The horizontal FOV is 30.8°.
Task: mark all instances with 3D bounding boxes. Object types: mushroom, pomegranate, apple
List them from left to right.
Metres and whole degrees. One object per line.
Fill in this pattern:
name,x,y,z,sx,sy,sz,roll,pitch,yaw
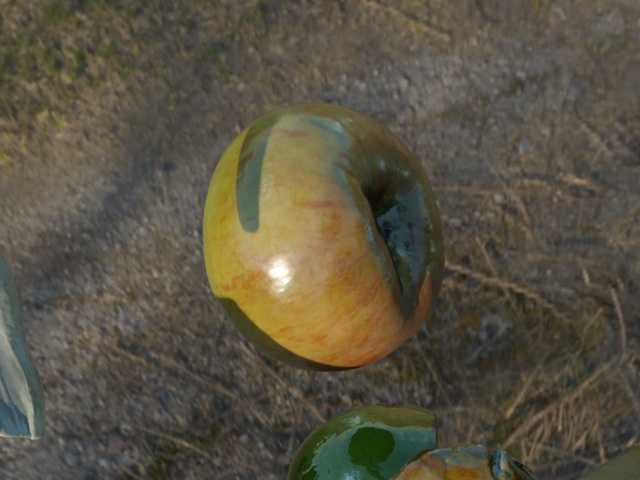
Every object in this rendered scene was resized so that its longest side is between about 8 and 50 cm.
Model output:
mushroom,-0.239,0.047,0.813,0.059,0.054,0.202,-19,87,-29
apple,0.000,0.000,1.095,0.194,0.261,0.260,-16,55,37
pomegranate,0.045,0.285,1.234,0.159,0.240,0.190,0,39,3

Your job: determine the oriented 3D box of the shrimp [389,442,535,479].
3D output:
shrimp,0.139,0.288,0.895,0.154,0.062,0.294,-28,106,-16

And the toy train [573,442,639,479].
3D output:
toy train,0.296,0.223,0.794,0.179,0.272,0.442,26,28,38
